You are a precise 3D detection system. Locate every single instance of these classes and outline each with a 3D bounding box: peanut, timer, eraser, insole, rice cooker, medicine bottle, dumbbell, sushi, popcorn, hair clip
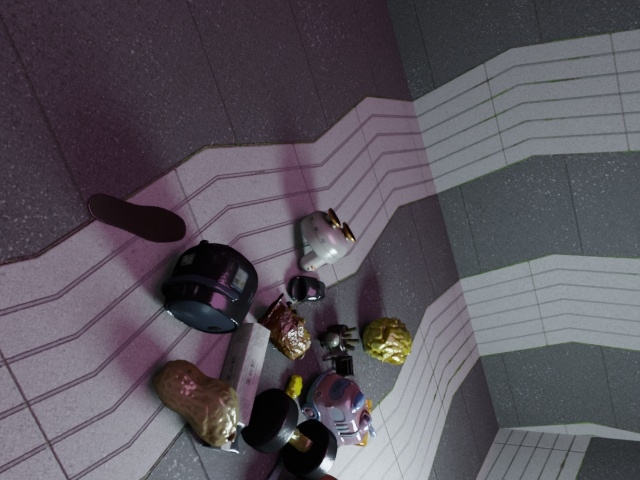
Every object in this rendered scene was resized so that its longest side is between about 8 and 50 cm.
[{"bbox_3d":[-0.339,0.455,1.392,0.159,0.143,0.291,-45,97,-4],"label":"peanut"},{"bbox_3d":[0.000,0.000,2.032,0.233,0.240,0.233,50,15,-20],"label":"timer"},{"bbox_3d":[-0.271,0.472,1.580,0.096,0.098,0.404,42,50,-41],"label":"eraser"},{"bbox_3d":[-0.524,-0.061,1.414,0.327,0.007,0.111,21,65,-52],"label":"insole"},{"bbox_3d":[-0.325,0.138,1.449,0.267,0.267,0.225,47,46,-40],"label":"rice cooker"},{"bbox_3d":[0.171,0.805,2.143,0.096,0.096,0.192,42,50,-42],"label":"medicine bottle"},{"bbox_3d":[-0.104,0.674,1.671,0.322,0.203,0.204,50,45,-32],"label":"dumbbell"},{"bbox_3d":[-0.120,0.321,1.792,0.179,0.166,0.296,-45,115,-24],"label":"sushi"},{"bbox_3d":[0.318,0.487,2.341,0.249,0.225,0.250,11,72,-35],"label":"popcorn"},{"bbox_3d":[-0.114,0.579,1.828,0.173,0.046,0.072,-53,129,-48],"label":"hair clip"}]

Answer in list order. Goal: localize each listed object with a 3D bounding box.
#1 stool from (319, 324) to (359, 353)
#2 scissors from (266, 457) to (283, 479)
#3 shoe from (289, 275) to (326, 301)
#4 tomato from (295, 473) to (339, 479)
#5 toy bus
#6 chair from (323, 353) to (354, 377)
[{"bbox_3d":[0.081,0.425,2.083,0.217,0.121,0.125,20,68,-57],"label":"stool"},{"bbox_3d":[-0.210,0.891,1.636,0.447,0.029,0.193,-49,123,-51],"label":"scissors"},{"bbox_3d":[-0.029,0.200,1.994,0.241,0.093,0.108,14,73,-55],"label":"shoe"},{"bbox_3d":[0.013,1.011,1.713,0.341,0.272,0.342,17,68,-52],"label":"tomato"},{"bbox_3d":[0.087,0.678,1.931,0.197,0.231,0.294,-41,117,-51],"label":"toy bus"},{"bbox_3d":[0.111,0.544,2.111,0.212,0.101,0.084,7,77,-54],"label":"chair"}]
